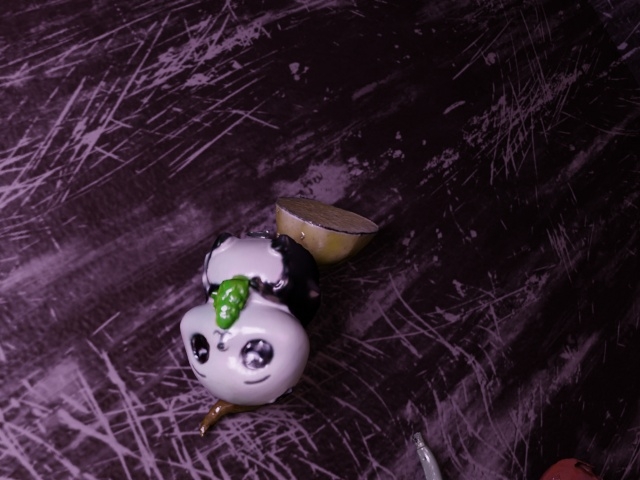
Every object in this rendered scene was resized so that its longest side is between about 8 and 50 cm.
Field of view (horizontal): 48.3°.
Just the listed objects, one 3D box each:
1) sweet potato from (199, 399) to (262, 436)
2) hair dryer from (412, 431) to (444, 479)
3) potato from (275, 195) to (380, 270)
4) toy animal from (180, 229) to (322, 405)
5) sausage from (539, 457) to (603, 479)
[{"bbox_3d":[-0.139,0.274,1.181,0.153,0.038,0.041,-19,62,-35],"label":"sweet potato"},{"bbox_3d":[0.256,0.501,1.351,0.219,0.088,0.225,43,24,-33],"label":"hair dryer"},{"bbox_3d":[0.000,0.000,1.322,0.202,0.182,0.117,-2,112,-53],"label":"potato"},{"bbox_3d":[-0.112,0.125,1.148,0.212,0.212,0.267,30,53,-23],"label":"toy animal"},{"bbox_3d":[0.486,0.566,1.436,0.152,0.152,0.279,52,54,-8],"label":"sausage"}]
